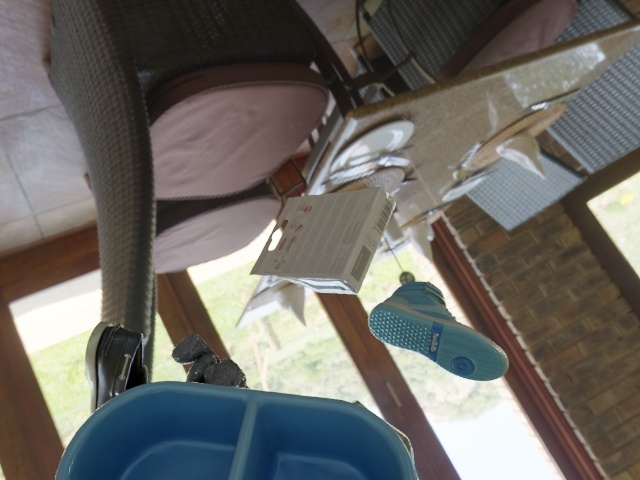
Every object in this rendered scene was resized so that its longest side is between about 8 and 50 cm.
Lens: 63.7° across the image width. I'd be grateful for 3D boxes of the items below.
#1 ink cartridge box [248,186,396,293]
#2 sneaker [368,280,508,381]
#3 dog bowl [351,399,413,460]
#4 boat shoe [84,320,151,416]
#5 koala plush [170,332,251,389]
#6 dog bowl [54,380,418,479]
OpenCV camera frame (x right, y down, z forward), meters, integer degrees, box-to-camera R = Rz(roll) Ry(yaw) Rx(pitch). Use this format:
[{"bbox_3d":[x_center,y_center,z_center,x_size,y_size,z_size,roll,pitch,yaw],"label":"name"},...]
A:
[{"bbox_3d":[0.000,0.000,0.876,0.224,0.056,0.181,-4,-129,45],"label":"ink cartridge box"},{"bbox_3d":[0.292,0.190,1.206,0.208,0.318,0.127,-39,147,-56],"label":"sneaker"},{"bbox_3d":[0.038,0.438,0.811,0.349,0.102,0.349,23,90,-89],"label":"dog bowl"},{"bbox_3d":[-0.307,0.228,0.812,0.095,0.078,0.255,-77,177,-57],"label":"boat shoe"},{"bbox_3d":[-0.288,0.374,1.175,0.221,0.196,0.203,-45,141,-28],"label":"koala plush"},{"bbox_3d":[-0.061,0.194,0.399,0.296,0.166,0.074,5,134,5],"label":"dog bowl"}]
